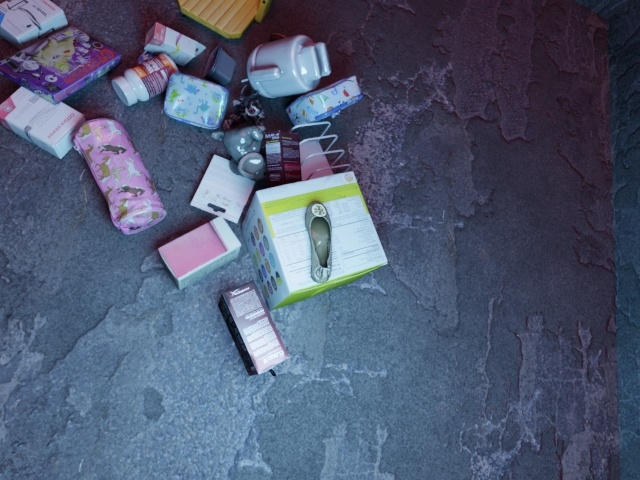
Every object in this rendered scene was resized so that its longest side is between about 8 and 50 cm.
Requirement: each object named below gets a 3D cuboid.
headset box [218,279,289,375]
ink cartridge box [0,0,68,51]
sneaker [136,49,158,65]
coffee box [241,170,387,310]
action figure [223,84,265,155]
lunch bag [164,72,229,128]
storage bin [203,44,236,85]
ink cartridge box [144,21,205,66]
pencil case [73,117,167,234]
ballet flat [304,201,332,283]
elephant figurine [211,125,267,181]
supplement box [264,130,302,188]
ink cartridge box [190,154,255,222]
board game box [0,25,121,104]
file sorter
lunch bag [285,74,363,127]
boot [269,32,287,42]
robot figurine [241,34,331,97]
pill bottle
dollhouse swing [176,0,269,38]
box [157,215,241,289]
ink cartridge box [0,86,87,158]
[{"bbox_3d":[-0.213,0.298,1.301,0.110,0.218,0.293,-23,79,-23],"label":"headset box"},{"bbox_3d":[-1.062,-0.801,1.493,0.148,0.086,0.203,37,66,-2],"label":"ink cartridge box"},{"bbox_3d":[-0.669,-0.696,1.597,0.059,0.053,0.144,23,67,-11],"label":"sneaker"},{"bbox_3d":[-0.039,0.012,1.389,0.339,0.337,0.334,-15,78,-22],"label":"coffee box"},{"bbox_3d":[-0.278,-0.465,1.581,0.141,0.164,0.275,-21,86,-56],"label":"action figure"},{"bbox_3d":[-0.466,-0.521,1.545,0.219,0.090,0.175,14,107,-10],"label":"lunch bag"},{"bbox_3d":[-0.407,-0.700,1.666,0.091,0.098,0.135,27,62,-37],"label":"storage bin"},{"bbox_3d":[-0.560,-0.745,1.588,0.198,0.115,0.067,11,82,-39],"label":"ink cartridge box"},{"bbox_3d":[-0.668,-0.212,1.373,0.167,0.160,0.385,-32,82,9],"label":"pencil case"},{"bbox_3d":[0.000,0.000,1.187,0.084,0.058,0.249,4,72,-17],"label":"ballet flat"},{"bbox_3d":[-0.249,-0.283,1.474,0.186,0.169,0.239,-5,104,13],"label":"elephant figurine"},{"bbox_3d":[-0.130,-0.261,1.463,0.130,0.073,0.239,-15,104,-61],"label":"supplement box"},{"bbox_3d":[-0.352,-0.187,1.522,0.181,0.056,0.224,22,70,-9],"label":"ink cartridge box"},{"bbox_3d":[-0.907,-0.628,1.453,0.208,0.056,0.346,32,49,-9],"label":"board game box"},{"bbox_3d":[-0.010,-0.297,1.584,0.193,0.173,0.277,-17,77,-31],"label":"file sorter"},{"bbox_3d":[0.018,-0.547,1.623,0.243,0.304,0.114,-34,112,-26],"label":"lunch bag"},{"bbox_3d":[-0.177,-0.753,1.748,0.248,0.090,0.207,46,63,-2],"label":"boot"},{"bbox_3d":[-0.136,-0.658,1.567,0.300,0.354,0.199,-41,127,-48],"label":"robot figurine"},{"bbox_3d":[-0.648,-0.597,1.531,0.221,0.121,0.121,-40,87,-25],"label":"pill bottle"},{"bbox_3d":[-0.386,-1.087,1.705,0.347,0.315,0.304,28,45,-7],"label":"dollhouse swing"},{"bbox_3d":[-0.401,0.042,1.370,0.232,0.148,0.126,-32,83,-25],"label":"box"},{"bbox_3d":[-0.935,-0.405,1.391,0.218,0.092,0.158,30,65,-3],"label":"ink cartridge box"}]
